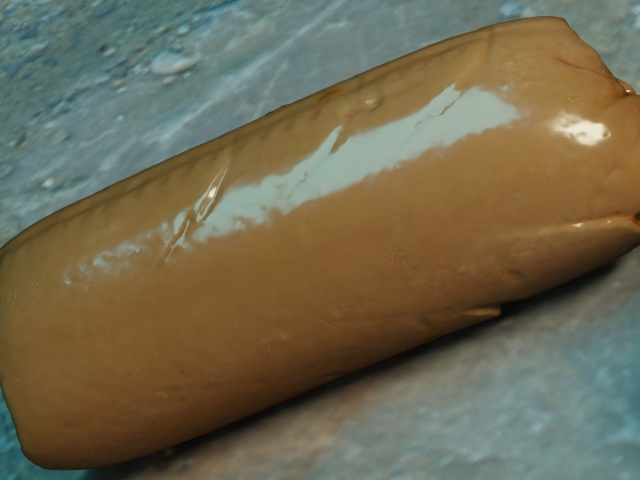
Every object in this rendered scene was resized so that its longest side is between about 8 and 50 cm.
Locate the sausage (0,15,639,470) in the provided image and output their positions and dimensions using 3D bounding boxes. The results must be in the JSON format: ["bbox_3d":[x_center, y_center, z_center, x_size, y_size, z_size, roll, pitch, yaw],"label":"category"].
[{"bbox_3d":[0.001,0.000,0.822,0.304,0.121,0.121,-23,37,9],"label":"sausage"}]
